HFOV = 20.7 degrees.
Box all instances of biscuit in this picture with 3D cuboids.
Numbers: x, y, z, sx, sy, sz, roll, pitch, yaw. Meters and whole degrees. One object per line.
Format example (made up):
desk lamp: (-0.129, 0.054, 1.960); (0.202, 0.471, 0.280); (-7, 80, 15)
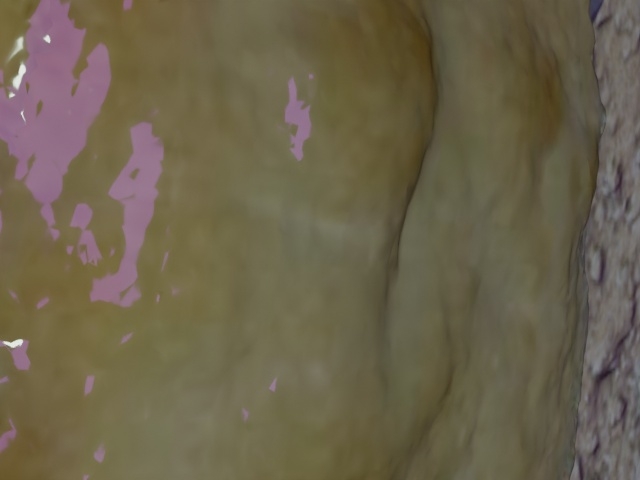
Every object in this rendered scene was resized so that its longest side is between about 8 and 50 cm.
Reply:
biscuit: (0.001, 0.000, 0.680); (0.446, 0.104, 0.429); (12, 87, -57)
